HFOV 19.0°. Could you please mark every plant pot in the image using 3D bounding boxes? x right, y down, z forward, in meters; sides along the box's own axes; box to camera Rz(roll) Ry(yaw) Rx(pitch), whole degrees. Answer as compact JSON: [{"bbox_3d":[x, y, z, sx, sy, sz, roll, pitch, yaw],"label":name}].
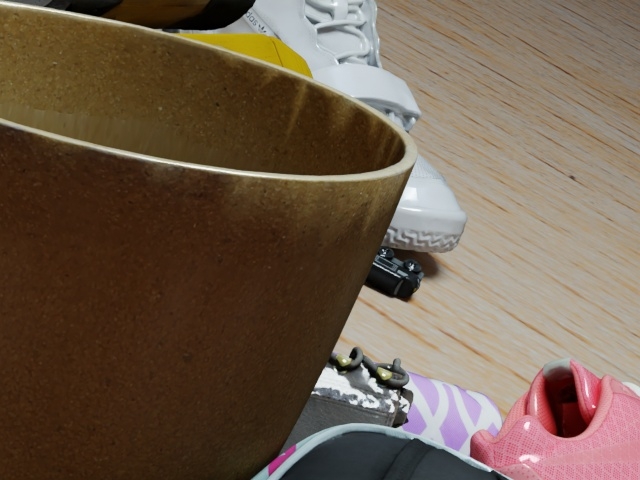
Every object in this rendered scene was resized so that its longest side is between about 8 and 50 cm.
[{"bbox_3d":[-0.104,0.054,0.775,0.237,0.254,0.237,12,15,-3],"label":"plant pot"}]

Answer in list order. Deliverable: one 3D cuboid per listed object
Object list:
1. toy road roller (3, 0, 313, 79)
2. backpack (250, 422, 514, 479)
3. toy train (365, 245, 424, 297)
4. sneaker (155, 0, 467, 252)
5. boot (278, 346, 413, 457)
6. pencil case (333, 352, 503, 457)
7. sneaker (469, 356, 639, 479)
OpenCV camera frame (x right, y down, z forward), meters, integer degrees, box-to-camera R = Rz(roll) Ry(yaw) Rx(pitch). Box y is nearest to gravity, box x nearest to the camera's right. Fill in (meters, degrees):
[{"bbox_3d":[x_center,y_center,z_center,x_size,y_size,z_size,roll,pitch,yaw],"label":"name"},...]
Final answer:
[{"bbox_3d":[-0.142,-0.065,1.214,0.202,0.240,0.329,-11,77,-58],"label":"toy road roller"},{"bbox_3d":[0.036,0.188,0.710,0.225,0.191,0.253,30,28,8],"label":"backpack"},{"bbox_3d":[0.000,0.000,1.386,0.158,0.027,0.036,26,31,5],"label":"toy train"},{"bbox_3d":[0.007,-0.151,1.500,0.137,0.210,0.366,4,28,-43],"label":"sneaker"},{"bbox_3d":[-0.064,0.046,0.942,0.229,0.263,0.091,16,-13,-8],"label":"boot"},{"bbox_3d":[0.002,0.105,1.046,0.206,0.086,0.088,16,-13,-26],"label":"pencil case"},{"bbox_3d":[0.173,0.121,1.059,0.314,0.116,0.136,-17,88,-61],"label":"sneaker"}]
